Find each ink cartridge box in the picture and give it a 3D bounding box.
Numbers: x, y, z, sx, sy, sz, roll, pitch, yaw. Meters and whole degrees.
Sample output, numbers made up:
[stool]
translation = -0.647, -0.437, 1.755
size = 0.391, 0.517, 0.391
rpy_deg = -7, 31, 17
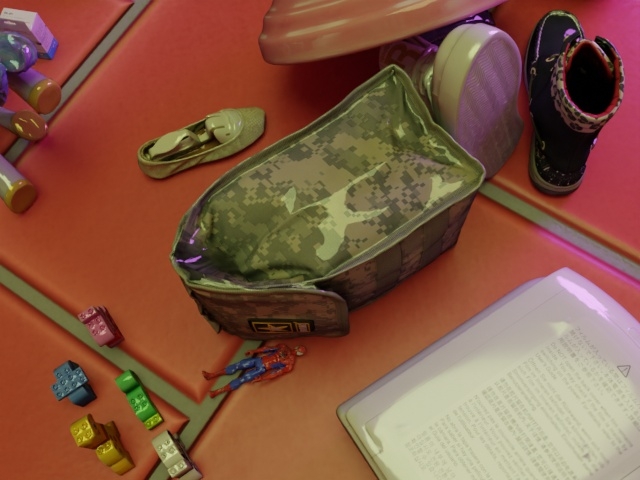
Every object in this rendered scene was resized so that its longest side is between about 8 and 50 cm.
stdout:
[ink cartridge box]
translation = -0.379, -0.270, 0.964
size = 0.048, 0.083, 0.028
rpy_deg = 10, 72, 8

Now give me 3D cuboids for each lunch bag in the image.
[lunch bag]
translation = 0.000, 0.000, 0.755
size = 0.287, 0.235, 0.169
rpy_deg = -33, 74, -7

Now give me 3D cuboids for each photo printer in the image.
[photo printer]
translation = 0.208, 0.189, 0.738
size = 0.307, 0.107, 0.256
rpy_deg = -33, 71, -8

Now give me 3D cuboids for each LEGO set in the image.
[LEGO set]
translation = -0.225, 0.173, 0.788
size = 0.087, 0.093, 0.227
rpy_deg = -34, 71, -7

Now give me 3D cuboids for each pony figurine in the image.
[pony figurine]
translation = -0.470, -0.233, 0.833
size = 0.363, 0.351, 0.303
rpy_deg = 35, 65, 11

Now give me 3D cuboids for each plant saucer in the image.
[plant saucer]
translation = 0.082, -0.286, 0.819
size = 0.332, 0.332, 0.084
rpy_deg = -21, 111, -3

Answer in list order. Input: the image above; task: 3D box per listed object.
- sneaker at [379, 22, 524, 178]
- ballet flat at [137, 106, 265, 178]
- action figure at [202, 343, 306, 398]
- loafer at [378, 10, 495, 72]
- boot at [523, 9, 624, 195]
[sneaker]
translation = 0.116, -0.163, 0.783
size = 0.169, 0.292, 0.108
rpy_deg = 38, 90, 19
[ballet flat]
translation = -0.142, -0.123, 0.908
size = 0.168, 0.052, 0.057
rpy_deg = -27, 70, -5
[action figure]
translation = -0.070, 0.139, 0.823
size = 0.115, 0.030, 0.038
rpy_deg = -20, 65, -4
[loafer]
translation = 0.144, -0.244, 0.925
size = 0.170, 0.062, 0.061
rpy_deg = -42, 77, -9
[boot]
translation = 0.281, -0.188, 0.828
size = 0.085, 0.178, 0.236
rpy_deg = 4, 72, 6
